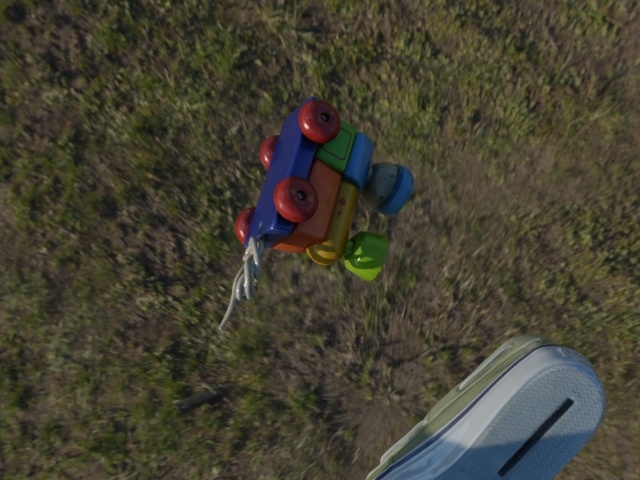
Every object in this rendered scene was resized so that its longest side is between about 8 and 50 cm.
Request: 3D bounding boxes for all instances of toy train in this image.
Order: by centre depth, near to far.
[{"bbox_3d":[0.000,0.000,0.838,0.143,0.105,0.248,26,61,-20],"label":"toy train"}]

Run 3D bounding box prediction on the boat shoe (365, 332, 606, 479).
[{"bbox_3d":[0.099,0.197,0.711,0.302,0.094,0.109,-43,101,4],"label":"boat shoe"}]
